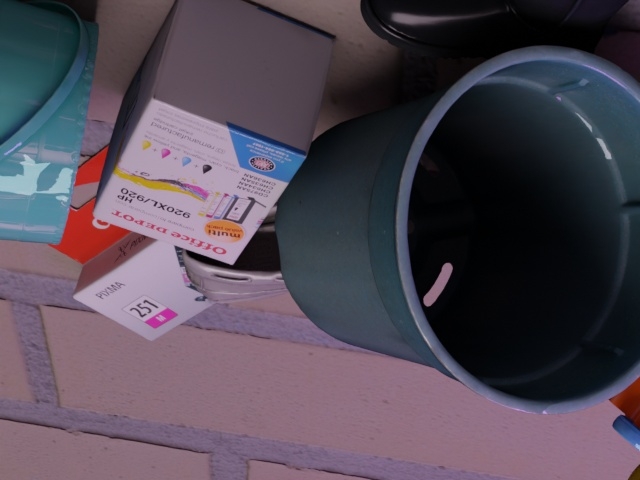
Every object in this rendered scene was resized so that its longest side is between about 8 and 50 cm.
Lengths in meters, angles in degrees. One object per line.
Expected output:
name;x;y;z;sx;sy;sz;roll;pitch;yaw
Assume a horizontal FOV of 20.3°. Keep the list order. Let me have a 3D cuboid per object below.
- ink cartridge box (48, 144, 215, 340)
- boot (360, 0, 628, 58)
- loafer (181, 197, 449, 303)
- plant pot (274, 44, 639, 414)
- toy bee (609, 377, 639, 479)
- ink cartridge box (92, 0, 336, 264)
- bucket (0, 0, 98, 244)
ink cartridge box;-0.221;0.004;2.179;0.239;0.060;0.275;31;141;-26
boot;0.181;-0.253;1.671;0.246;0.094;0.207;12;149;-11
loafer;0.000;0.000;2.017;0.319;0.112;0.111;-16;159;9
plant pot;0.136;-0.009;1.790;0.341;0.341;0.334;32;165;-25
toy bee;0.420;0.200;2.191;0.195;0.298;0.162;-33;163;13
ink cartridge box;-0.116;-0.118;1.883;0.171;0.168;0.233;20;145;-12
bucket;-0.340;-0.128;1.858;0.183;0.281;0.281;9;145;-12
